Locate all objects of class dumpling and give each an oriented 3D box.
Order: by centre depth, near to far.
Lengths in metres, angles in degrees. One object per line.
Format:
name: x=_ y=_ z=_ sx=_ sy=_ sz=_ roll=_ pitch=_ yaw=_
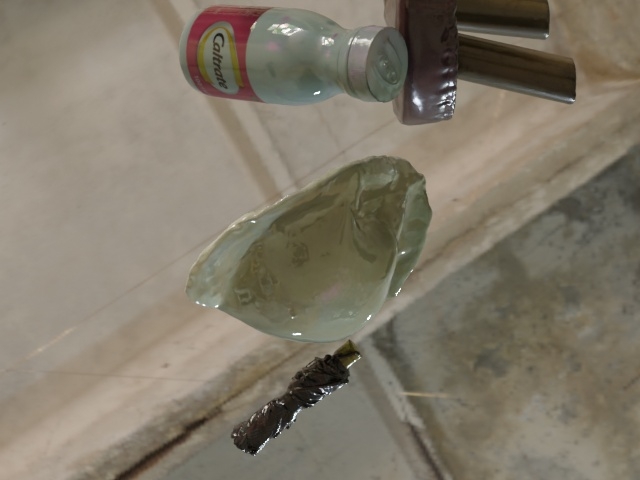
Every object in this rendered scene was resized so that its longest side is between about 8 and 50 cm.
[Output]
dumpling: x=0.000 y=0.000 z=1.003 sx=0.252 sy=0.179 sz=0.131 roll=6 pitch=-139 yaw=-42

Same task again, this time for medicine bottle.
medicine bottle: x=-0.027 y=-0.170 z=1.085 sx=0.090 sy=0.217 sz=0.090 roll=-18 pitch=-67 yaw=-50

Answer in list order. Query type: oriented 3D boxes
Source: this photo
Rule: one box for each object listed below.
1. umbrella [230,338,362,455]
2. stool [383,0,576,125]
umbrella: x=-0.021 y=0.144 z=1.077 sx=0.144 sy=0.040 sz=0.037 roll=-40 pitch=-89 yaw=5
stool: x=0.151 y=-0.253 z=1.158 sx=0.179 sy=0.272 sz=0.272 roll=-4 pitch=-93 yaw=2
